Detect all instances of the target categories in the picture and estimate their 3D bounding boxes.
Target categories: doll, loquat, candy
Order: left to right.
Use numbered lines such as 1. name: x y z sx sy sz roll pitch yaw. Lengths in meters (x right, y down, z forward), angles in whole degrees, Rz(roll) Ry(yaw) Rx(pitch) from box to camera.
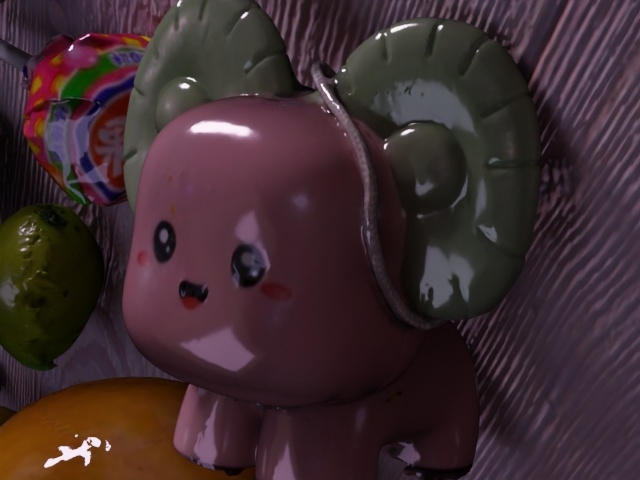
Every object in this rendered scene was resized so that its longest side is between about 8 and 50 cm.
1. candy: -0.205 -0.120 1.244 0.365 0.124 0.124 29 138 55
2. loquat: -0.134 0.255 1.221 0.328 0.328 0.328 42 146 37
3. doll: 0.000 0.000 0.931 0.284 0.216 0.268 16 104 36

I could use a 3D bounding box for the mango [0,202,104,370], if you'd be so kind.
1. mango: -0.245 0.042 1.437 0.100 0.119 0.178 30 143 14

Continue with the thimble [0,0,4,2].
1. thimble: -0.347 -0.244 1.274 0.250 0.205 0.172 -139 37 -68

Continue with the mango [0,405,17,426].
1. mango: -0.309 0.295 1.756 0.329 0.175 0.176 33 169 15
